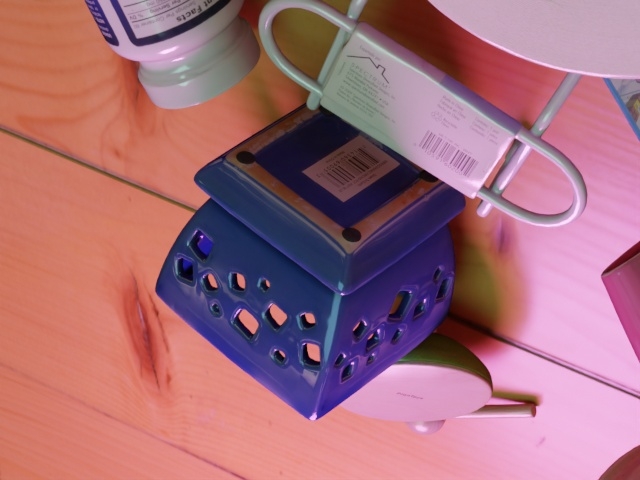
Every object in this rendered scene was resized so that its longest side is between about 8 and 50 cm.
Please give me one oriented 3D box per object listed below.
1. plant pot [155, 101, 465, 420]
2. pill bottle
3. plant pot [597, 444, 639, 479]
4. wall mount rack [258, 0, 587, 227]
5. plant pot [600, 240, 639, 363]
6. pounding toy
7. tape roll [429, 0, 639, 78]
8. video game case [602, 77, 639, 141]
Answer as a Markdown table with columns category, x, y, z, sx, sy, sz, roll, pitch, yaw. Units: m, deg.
| category | x | y | z | sx | sy | sz | roll | pitch | yaw |
| --- | --- | --- | --- | --- | --- | --- | --- | --- | --- |
| plant pot | 0.000 | 0.000 | 1.610 | 0.236 | 0.236 | 0.212 | 37 | 137 | 22 |
| pill bottle | -0.164 | -0.269 | 1.534 | 0.153 | 0.153 | 0.265 | 2 | 130 | 35 |
| plant pot | 0.438 | 0.297 | 1.477 | 0.333 | 0.334 | 0.305 | 33 | 155 | 4 |
| wall mount rack | 0.129 | -0.178 | 1.444 | 0.350 | 0.130 | 0.304 | 32 | 144 | 2 |
| plant pot | 0.366 | 0.068 | 1.475 | 0.180 | 0.201 | 0.201 | 53 | 141 | 2 |
| pounding toy | 0.118 | 0.134 | 1.804 | 0.183 | 0.110 | 0.237 | -16 | 149 | 32 |
| tape roll | 0.221 | -0.285 | 1.171 | 0.392 | 0.072 | 0.392 | 11 | 138 | 10 |
| video game case | 0.298 | -0.166 | 1.358 | 0.119 | 0.015 | 0.166 | -31 | 113 | 10 |
